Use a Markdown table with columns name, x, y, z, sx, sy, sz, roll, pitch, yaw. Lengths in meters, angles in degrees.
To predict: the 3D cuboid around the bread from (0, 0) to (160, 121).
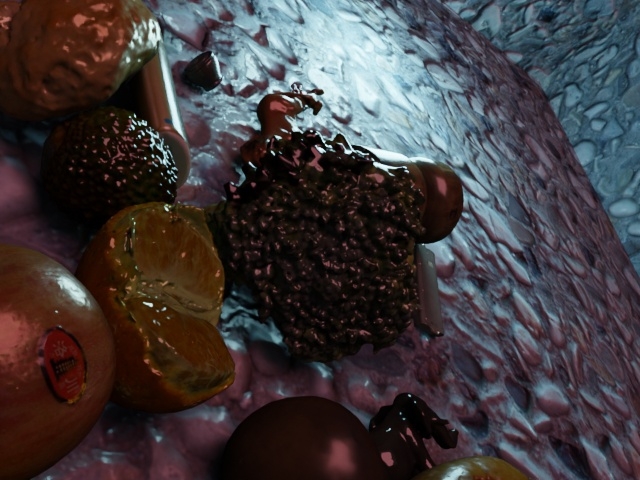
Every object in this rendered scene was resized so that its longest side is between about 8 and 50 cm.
| name | x | y | z | sx | sy | sz | roll | pitch | yaw |
| --- | --- | --- | --- | --- | --- | --- | --- | --- | --- |
| bread | -0.321 | -0.254 | 0.771 | 0.244 | 0.244 | 0.134 | -70 | 148 | -52 |

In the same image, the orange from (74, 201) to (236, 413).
| name | x | y | z | sx | sy | sz | roll | pitch | yaw |
| --- | --- | --- | --- | --- | --- | --- | --- | --- | --- |
| orange | -0.187 | 0.082 | 0.680 | 0.179 | 0.158 | 0.237 | 29 | 39 | -48 |

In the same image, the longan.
| name | x | y | z | sx | sy | sz | roll | pitch | yaw |
| --- | --- | --- | --- | --- | --- | --- | --- | --- | --- |
| longan | -0.017 | 0.261 | 0.690 | 0.189 | 0.189 | 0.189 | 29 | 40 | -28 |

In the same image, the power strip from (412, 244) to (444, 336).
| name | x | y | z | sx | sy | sz | roll | pitch | yaw |
| --- | --- | --- | --- | --- | --- | --- | --- | --- | --- |
| power strip | 0.214 | 0.091 | 1.236 | 0.060 | 0.027 | 0.252 | 31 | 39 | -24 |

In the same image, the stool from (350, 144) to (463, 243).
| name | x | y | z | sx | sy | sz | roll | pitch | yaw |
| --- | --- | --- | --- | --- | --- | --- | --- | --- | --- |
| stool | 0.134 | -0.081 | 1.175 | 0.264 | 0.179 | 0.179 | 1 | 58 | -47 |

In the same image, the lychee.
| name | x | y | z | sx | sy | sz | roll | pitch | yaw |
| --- | --- | --- | --- | --- | --- | --- | --- | --- | --- |
| lychee | -0.255 | -0.084 | 0.762 | 0.171 | 0.171 | 0.171 | 29 | 40 | -28 |

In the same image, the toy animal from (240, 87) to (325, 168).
| name | x | y | z | sx | sy | sz | roll | pitch | yaw |
| --- | --- | --- | --- | --- | --- | --- | --- | --- | --- |
| toy animal | -0.072 | -0.198 | 1.133 | 0.157 | 0.097 | 0.312 | 23 | 41 | -25 |

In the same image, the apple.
| name | x | y | z | sx | sy | sz | roll | pitch | yaw |
| --- | --- | --- | --- | --- | --- | --- | --- | --- | --- |
| apple | -0.285 | 0.107 | 0.506 | 0.211 | 0.211 | 0.188 | 53 | 32 | 4 |

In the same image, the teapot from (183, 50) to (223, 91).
| name | x | y | z | sx | sy | sz | roll | pitch | yaw |
| --- | --- | --- | --- | --- | --- | --- | --- | --- | --- |
| teapot | -0.210 | -0.308 | 1.112 | 0.057 | 0.066 | 0.088 | 52 | 6 | -33 |

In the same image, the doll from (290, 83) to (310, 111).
| name | x | y | z | sx | sy | sz | roll | pitch | yaw |
| --- | --- | --- | --- | --- | --- | --- | --- | --- | --- |
| doll | -0.042 | -0.302 | 1.308 | 0.114 | 0.039 | 0.057 | -86 | 157 | -58 |

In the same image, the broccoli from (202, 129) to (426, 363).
| name | x | y | z | sx | sy | sz | roll | pitch | yaw |
| --- | --- | --- | --- | --- | --- | --- | --- | --- | --- |
| broccoli | 0.010 | 0.003 | 0.905 | 0.348 | 0.293 | 0.281 | 51 | -5 | -18 |

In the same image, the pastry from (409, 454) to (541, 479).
| name | x | y | z | sx | sy | sz | roll | pitch | yaw |
| --- | --- | --- | --- | --- | --- | --- | --- | --- | --- |
| pastry | 0.187 | 0.429 | 0.705 | 0.356 | 0.164 | 0.356 | 10 | 73 | -37 |

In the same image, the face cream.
| name | x | y | z | sx | sy | sz | roll | pitch | yaw |
| --- | --- | --- | --- | --- | --- | --- | --- | --- | --- |
| face cream | -0.254 | -0.227 | 0.924 | 0.067 | 0.139 | 0.285 | -11 | 61 | -14 |

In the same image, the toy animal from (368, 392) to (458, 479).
| name | x | y | z | sx | sy | sz | roll | pitch | yaw |
| --- | --- | --- | --- | --- | --- | --- | --- | --- | --- |
| toy animal | 0.121 | 0.308 | 0.853 | 0.146 | 0.114 | 0.245 | 58 | 32 | 5 |
